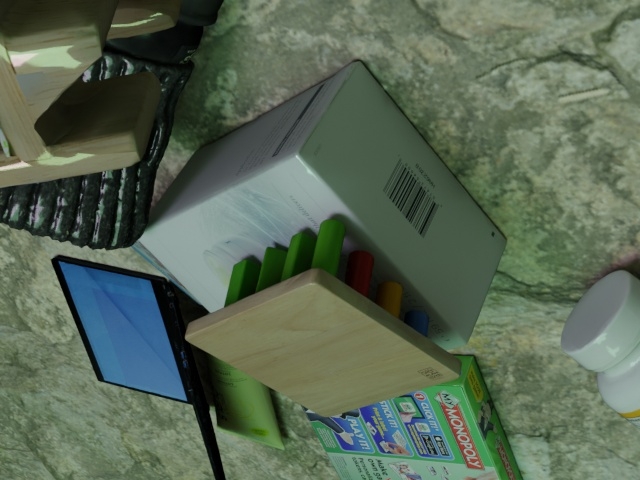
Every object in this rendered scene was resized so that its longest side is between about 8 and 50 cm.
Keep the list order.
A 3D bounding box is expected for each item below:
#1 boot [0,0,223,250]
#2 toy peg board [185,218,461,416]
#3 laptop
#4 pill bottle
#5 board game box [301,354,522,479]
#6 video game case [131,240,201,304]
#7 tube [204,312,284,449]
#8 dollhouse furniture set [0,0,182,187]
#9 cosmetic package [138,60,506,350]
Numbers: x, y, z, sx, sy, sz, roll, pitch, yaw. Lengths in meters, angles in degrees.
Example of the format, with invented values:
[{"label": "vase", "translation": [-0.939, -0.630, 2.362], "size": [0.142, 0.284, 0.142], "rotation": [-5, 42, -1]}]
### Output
[{"label": "boot", "translation": [-0.266, -0.162, 0.858], "size": [0.348, 0.131, 0.260], "rotation": [28, 113, 1]}, {"label": "toy peg board", "translation": [0.006, 0.062, 0.854], "size": [0.161, 0.079, 0.161], "rotation": [34, 141, -29]}, {"label": "laptop", "translation": [-0.208, 0.167, 1.225], "size": [0.137, 0.264, 0.234], "rotation": [-15, 133, -6]}, {"label": "pill bottle", "translation": [0.314, 0.120, 0.901], "size": [0.208, 0.117, 0.117], "rotation": [35, 139, -8]}, {"label": "board game box", "translation": [0.114, 0.252, 1.201], "size": [0.214, 0.046, 0.317], "rotation": [-2, 130, 30]}, {"label": "video game case", "translation": [-0.153, 0.021, 1.074], "size": [0.119, 0.015, 0.166], "rotation": [41, 167, -6]}, {"label": "tube", "translation": [-0.093, 0.173, 1.231], "size": [0.070, 0.062, 0.240], "rotation": [54, 160, 36]}, {"label": "dollhouse furniture set", "translation": [-0.238, -0.275, 0.554], "size": [0.257, 0.394, 0.362], "rotation": [-7, 131, 8]}, {"label": "cosmetic package", "translation": [0.000, 0.000, 0.943], "size": [0.225, 0.138, 0.224], "rotation": [-22, 118, 44]}]
